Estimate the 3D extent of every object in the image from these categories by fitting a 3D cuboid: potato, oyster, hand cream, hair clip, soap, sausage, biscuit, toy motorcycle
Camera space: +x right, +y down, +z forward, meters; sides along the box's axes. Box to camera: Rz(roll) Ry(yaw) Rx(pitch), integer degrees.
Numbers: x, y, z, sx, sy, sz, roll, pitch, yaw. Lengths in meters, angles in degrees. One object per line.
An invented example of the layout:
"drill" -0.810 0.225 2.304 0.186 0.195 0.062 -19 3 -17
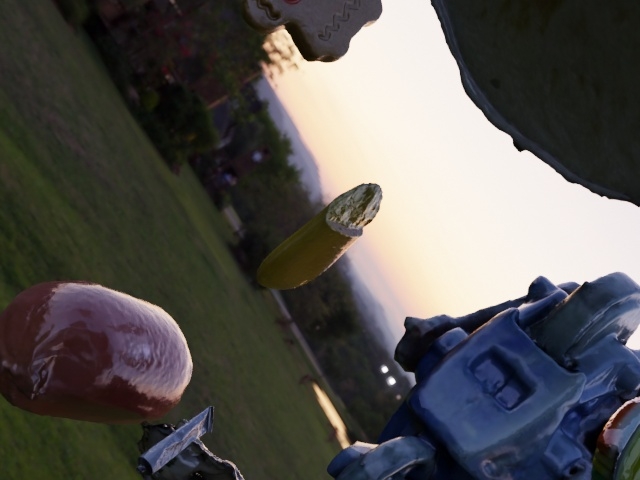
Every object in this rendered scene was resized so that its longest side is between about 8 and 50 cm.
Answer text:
"potato" 0.210 -0.175 0.540 0.300 0.196 0.246 54 -26 21
"oyster" -0.132 0.231 0.882 0.165 0.108 0.053 37 37 20
"hand cream" -0.131 0.182 0.792 0.019 0.093 0.030 21 -58 28
"hair clip" 0.142 0.133 0.367 0.033 0.060 0.188 9 -49 44
"soap" 0.000 0.000 0.944 0.089 0.168 0.033 6 47 -51
"sausage" -0.229 0.117 0.910 0.148 0.148 0.254 58 7 29
"biscuit" -0.037 -0.282 0.867 0.225 0.166 0.036 46 -27 -11
"toy motorcycle" 0.144 0.169 0.688 0.182 0.319 0.241 34 -28 57
